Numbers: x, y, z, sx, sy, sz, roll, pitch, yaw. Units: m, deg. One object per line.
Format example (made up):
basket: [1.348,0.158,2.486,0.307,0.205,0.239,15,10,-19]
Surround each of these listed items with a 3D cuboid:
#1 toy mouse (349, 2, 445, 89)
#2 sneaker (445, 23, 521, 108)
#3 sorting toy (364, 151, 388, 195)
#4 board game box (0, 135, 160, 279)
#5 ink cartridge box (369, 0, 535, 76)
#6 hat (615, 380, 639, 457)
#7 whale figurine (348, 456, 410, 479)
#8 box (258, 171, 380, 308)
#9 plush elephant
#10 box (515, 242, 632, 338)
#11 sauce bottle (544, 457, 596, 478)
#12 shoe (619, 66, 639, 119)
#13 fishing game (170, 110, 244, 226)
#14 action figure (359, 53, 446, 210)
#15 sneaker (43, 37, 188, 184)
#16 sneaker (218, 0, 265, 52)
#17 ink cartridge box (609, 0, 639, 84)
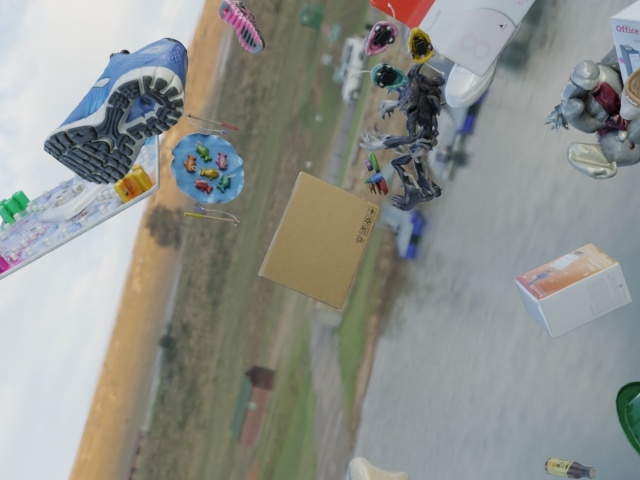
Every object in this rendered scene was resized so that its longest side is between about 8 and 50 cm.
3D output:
toy mouse: [0.105,-0.295,1.565,0.161,0.143,0.031,60,-178,-38]
sneaker: [0.342,-0.450,2.204,0.293,0.108,0.169,-60,-37,-19]
sorting toy: [0.114,-0.139,2.144,0.061,0.042,0.102,-85,-27,-74]
board game box: [-0.502,-0.087,1.974,0.050,0.390,0.390,60,-177,-24]
ink cartridge box: [0.230,-0.414,1.672,0.189,0.232,0.066,-57,20,25]
hat: [0.519,0.203,1.333,0.184,0.173,0.208,-59,36,37]
whale figurine: [0.059,0.480,1.522,0.141,0.216,0.272,124,163,-57]
box: [0.000,0.000,1.753,0.201,0.164,0.021,-68,17,-7]
plush elephant: [0.690,-0.285,2.307,0.272,0.255,0.330,-32,-15,-32]
box: [0.485,0.095,1.899,0.130,0.170,0.091,-122,7,-69]
sauce bottle: [0.580,0.530,2.287,0.128,0.042,0.042,-6,64,51]
shoe: [0.483,-0.232,1.324,0.219,0.076,0.058,-34,-27,-16]
fishing game: [-0.255,-0.170,2.260,0.041,0.189,0.264,-35,47,54]
action figure: [0.148,-0.195,1.738,0.164,0.140,0.276,-46,-41,-49]
sneaker: [-0.302,-0.200,1.515,0.330,0.129,0.147,-27,36,39]
sneaker: [-0.130,-0.390,1.781,0.057,0.119,0.047,-22,-18,-47]
ink cartridge box: [0.648,-0.338,1.861,0.154,0.093,0.212,29,145,56]
